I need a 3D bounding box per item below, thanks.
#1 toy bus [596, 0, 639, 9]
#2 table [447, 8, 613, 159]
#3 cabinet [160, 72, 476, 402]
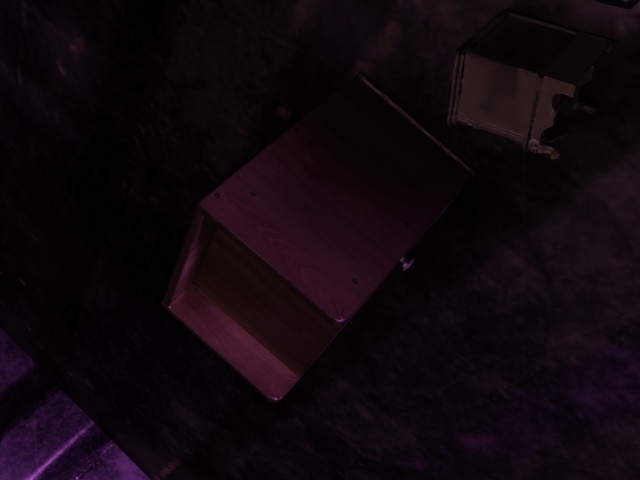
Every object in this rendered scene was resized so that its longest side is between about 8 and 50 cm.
[{"bbox_3d":[0.218,-0.228,0.298,0.165,0.133,0.276,26,141,27],"label":"toy bus"},{"bbox_3d":[0.145,-0.109,0.535,0.083,0.079,0.062,25,138,25],"label":"table"},{"bbox_3d":[0.000,0.000,0.676,0.148,0.215,0.175,41,144,6],"label":"cabinet"}]
